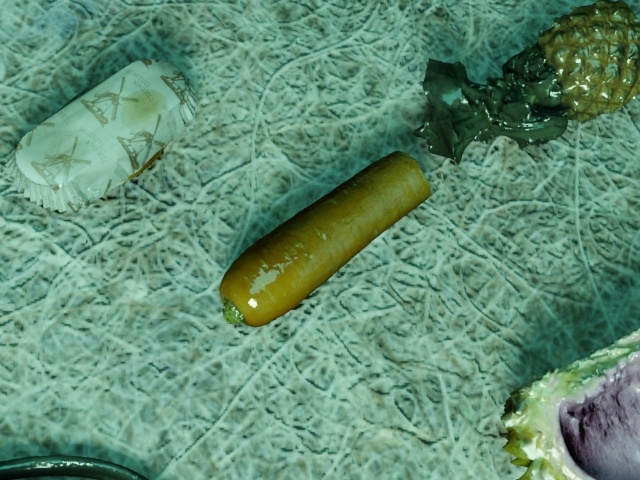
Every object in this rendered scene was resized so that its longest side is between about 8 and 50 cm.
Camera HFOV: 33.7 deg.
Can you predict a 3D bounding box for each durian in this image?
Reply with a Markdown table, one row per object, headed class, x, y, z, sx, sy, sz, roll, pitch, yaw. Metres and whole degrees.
| class | x | y | z | sx | sy | sz | roll | pitch | yaw |
| --- | --- | --- | --- | --- | --- | --- | --- | --- | --- |
| durian | 0.318 | 0.148 | 0.898 | 0.341 | 0.112 | 0.191 | -26 | 82 | -11 |

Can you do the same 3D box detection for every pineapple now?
| class | x | y | z | sx | sy | sz | roll | pitch | yaw |
| --- | --- | --- | --- | --- | --- | --- | --- | --- | --- |
| pineapple | 0.198 | -0.145 | 1.011 | 0.237 | 0.119 | 0.111 | -25 | 117 | -15 |

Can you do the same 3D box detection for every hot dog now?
| class | x | y | z | sx | sy | sz | roll | pitch | yaw |
| --- | --- | --- | --- | --- | --- | --- | --- | --- | --- |
| hot dog | -0.191 | -0.098 | 0.948 | 0.099 | 0.053 | 0.192 | 41 | 63 | 8 |

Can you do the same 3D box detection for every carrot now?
| class | x | y | z | sx | sy | sz | roll | pitch | yaw |
| --- | --- | --- | --- | --- | --- | --- | --- | --- | --- |
| carrot | 0.000 | 0.000 | 0.930 | 0.225 | 0.067 | 0.067 | -36 | 76 | -24 |

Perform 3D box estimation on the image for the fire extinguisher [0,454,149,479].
| class | x | y | z | sx | sy | sz | roll | pitch | yaw |
| --- | --- | --- | --- | --- | --- | --- | --- | --- | --- |
| fire extinguisher | -0.253 | 0.223 | 0.758 | 0.375 | 0.113 | 0.200 | 18 | 64 | -1 |
